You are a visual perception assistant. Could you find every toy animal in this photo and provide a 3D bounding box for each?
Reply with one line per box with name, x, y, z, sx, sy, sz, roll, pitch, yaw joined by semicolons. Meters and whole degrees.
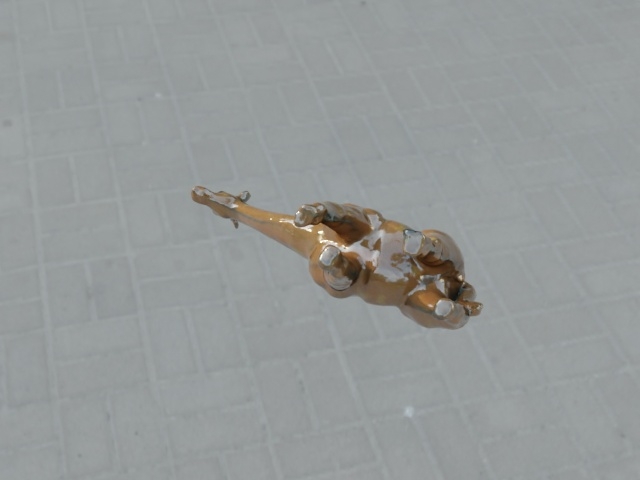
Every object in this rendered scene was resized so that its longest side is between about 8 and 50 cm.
toy animal;0.000;0.000;0.692;0.224;0.066;0.230;20;1;2
